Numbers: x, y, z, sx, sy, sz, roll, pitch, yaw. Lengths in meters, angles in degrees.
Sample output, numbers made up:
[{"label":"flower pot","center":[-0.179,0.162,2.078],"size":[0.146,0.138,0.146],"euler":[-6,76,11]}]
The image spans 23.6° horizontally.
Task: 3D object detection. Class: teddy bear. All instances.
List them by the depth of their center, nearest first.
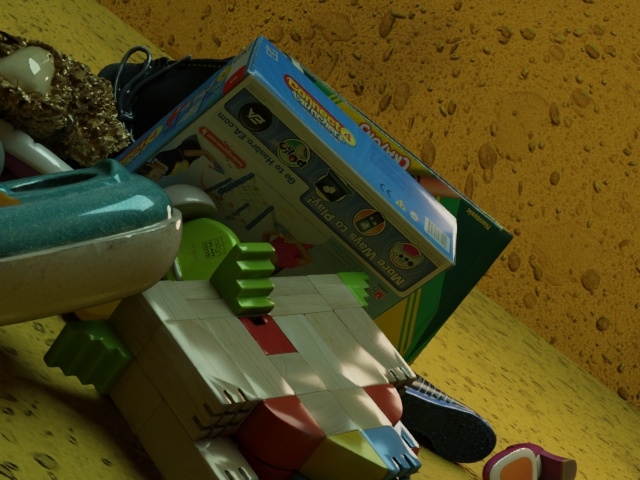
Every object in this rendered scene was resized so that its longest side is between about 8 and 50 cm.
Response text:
[{"label":"teddy bear","center":[-0.312,-0.151,1.598],"size":[0.245,0.113,0.338],"euler":[22,-1,-7]}]

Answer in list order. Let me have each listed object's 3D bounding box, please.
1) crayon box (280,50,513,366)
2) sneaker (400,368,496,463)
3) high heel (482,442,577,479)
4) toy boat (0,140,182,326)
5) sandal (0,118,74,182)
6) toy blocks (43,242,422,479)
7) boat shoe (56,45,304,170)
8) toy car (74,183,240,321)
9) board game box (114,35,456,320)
[{"label":"crayon box","center":[0.000,0.000,1.914],"size":[0.363,0.313,0.106],"euler":[40,6,16]},{"label":"sneaker","center":[0.142,0.225,2.083],"size":[0.232,0.081,0.090],"euler":[31,19,-32]},{"label":"high heel","center":[0.263,0.321,2.179],"size":[0.117,0.082,0.244],"euler":[6,4,35]},{"label":"toy boat","center":[-0.276,-0.022,1.330],"size":[0.267,0.148,0.318],"euler":[-13,13,-22]},{"label":"sandal","center":[-0.410,-0.102,1.574],"size":[0.416,0.102,0.169],"euler":[27,-9,18]},{"label":"toy blocks","center":[-0.027,0.160,1.405],"size":[0.381,0.191,0.261],"euler":[-1,46,-52]},{"label":"boat shoe","center":[-0.195,-0.128,1.816],"size":[0.156,0.187,0.500],"euler":[15,-12,-35]},{"label":"toy car","center":[-0.158,0.044,1.563],"size":[0.136,0.182,0.159],"euler":[55,16,-65]},{"label":"board game box","center":[-0.066,-0.014,1.645],"size":[0.308,0.302,0.086],"euler":[43,30,-21]}]
